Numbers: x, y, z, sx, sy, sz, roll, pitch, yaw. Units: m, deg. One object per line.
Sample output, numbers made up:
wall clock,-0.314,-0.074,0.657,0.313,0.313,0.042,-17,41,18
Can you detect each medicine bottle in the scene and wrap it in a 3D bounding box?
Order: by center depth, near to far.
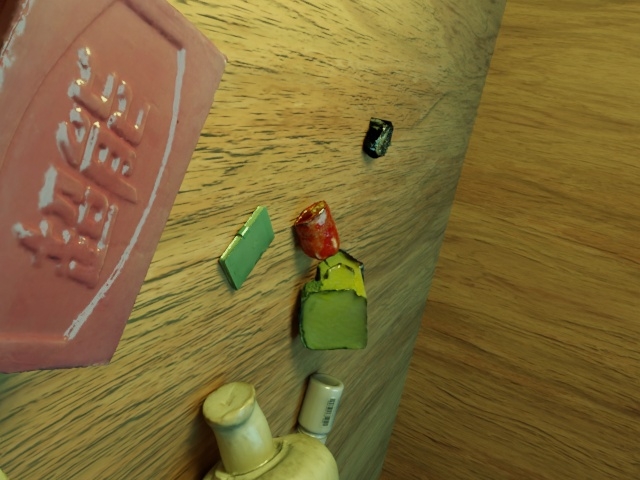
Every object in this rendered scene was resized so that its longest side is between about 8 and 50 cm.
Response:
medicine bottle,-0.005,0.486,1.466,0.103,0.103,0.186,1,105,-66

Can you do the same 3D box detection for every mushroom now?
mushroom,-0.108,0.480,0.982,0.315,0.315,0.356,-48,158,-43

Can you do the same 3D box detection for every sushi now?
sushi,0.151,-0.257,1.316,0.083,0.056,0.085,-68,156,-10

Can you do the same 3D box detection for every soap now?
soap,-0.247,-0.072,0.469,0.233,0.128,0.359,27,83,-66

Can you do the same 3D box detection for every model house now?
model house,0.030,0.136,1.289,0.211,0.170,0.194,-88,173,-56

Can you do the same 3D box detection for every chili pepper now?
chili pepper,0.000,0.000,1.132,0.084,0.086,0.192,-89,165,-45

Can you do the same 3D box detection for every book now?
book,-0.131,0.011,0.930,0.135,0.017,0.103,-58,156,-28

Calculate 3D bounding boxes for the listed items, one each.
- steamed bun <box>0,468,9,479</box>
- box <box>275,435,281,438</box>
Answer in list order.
steamed bun,-0.367,0.335,0.486,0.192,0.106,0.177,-58,169,27
box,-0.141,0.587,1.338,0.133,0.023,0.090,-30,132,-58
